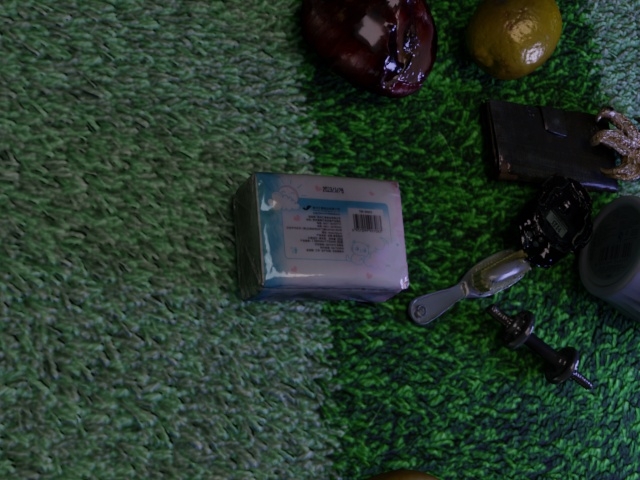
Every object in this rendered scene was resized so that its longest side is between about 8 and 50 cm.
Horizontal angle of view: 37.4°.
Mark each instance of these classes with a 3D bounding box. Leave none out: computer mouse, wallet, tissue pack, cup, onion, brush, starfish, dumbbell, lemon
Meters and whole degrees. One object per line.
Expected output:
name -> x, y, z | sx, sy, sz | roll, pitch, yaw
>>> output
computer mouse -> 0.440, -0.033, 1.795 | 0.146, 0.077, 0.242 | 52, 50, -3
wallet -> 0.460, -0.186, 1.873 | 0.317, 0.044, 0.169 | 4, 72, -27
tissue pack -> 0.000, -0.002, 1.545 | 0.271, 0.124, 0.201 | 2, 76, -25
cup -> 0.706, 0.064, 1.808 | 0.372, 0.253, 0.253 | 20, 68, -19
onion -> 0.110, -0.389, 1.671 | 0.272, 0.195, 0.272 | 14, 61, -27
brush -> 0.283, 0.079, 1.701 | 0.297, 0.060, 0.068 | -24, 90, -30
starfish -> 0.638, -0.192, 1.928 | 0.238, 0.071, 0.216 | 39, 59, -34
dumbbell -> 0.399, 0.194, 1.716 | 0.254, 0.081, 0.081 | 37, 63, -13
lemon -> 0.372, -0.400, 1.824 | 0.170, 0.170, 0.207 | 45, 69, -9

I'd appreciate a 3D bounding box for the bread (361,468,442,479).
bread -> 0.113, 0.517, 1.435 | 0.333, 0.160, 0.333 | 9, 70, -25
